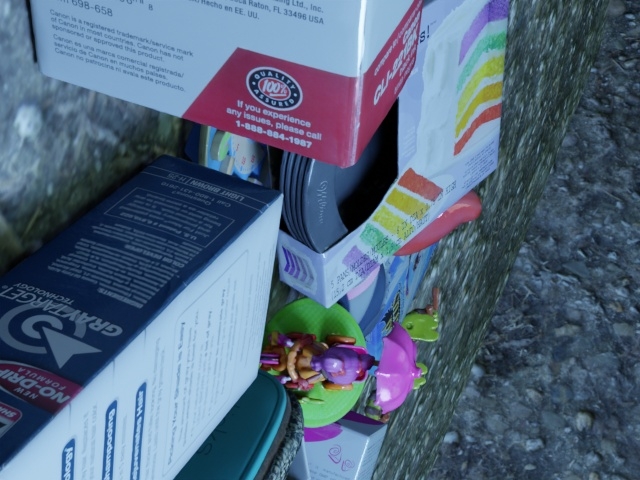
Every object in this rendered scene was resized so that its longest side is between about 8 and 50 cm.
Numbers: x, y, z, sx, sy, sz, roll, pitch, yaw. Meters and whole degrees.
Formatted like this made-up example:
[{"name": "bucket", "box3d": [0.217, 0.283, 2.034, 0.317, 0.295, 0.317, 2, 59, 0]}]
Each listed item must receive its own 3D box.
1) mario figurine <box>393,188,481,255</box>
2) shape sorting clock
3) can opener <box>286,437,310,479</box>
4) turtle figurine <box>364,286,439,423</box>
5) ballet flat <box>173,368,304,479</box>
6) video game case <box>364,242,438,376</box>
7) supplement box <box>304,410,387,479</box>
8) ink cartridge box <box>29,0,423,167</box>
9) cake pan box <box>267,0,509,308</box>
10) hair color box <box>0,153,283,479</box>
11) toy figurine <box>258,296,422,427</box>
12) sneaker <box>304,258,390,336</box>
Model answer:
[{"name": "mario figurine", "box3d": [0.096, -0.143, 1.367, 0.198, 0.170, 0.321, 8, 91, -38]}, {"name": "shape sorting clock", "box3d": [-0.050, -0.108, 0.977, 0.206, 0.040, 0.206, 19, 90, -75]}, {"name": "can opener", "box3d": [-0.041, 0.275, 1.185, 0.095, 0.076, 0.284, 90, -10, -76]}, {"name": "turtle figurine", "box3d": [0.119, 0.164, 1.782, 0.270, 0.087, 0.217, -60, 179, -15]}, {"name": "ballet flat", "box3d": [-0.135, 0.290, 0.929, 0.483, 0.164, 0.182, -53, 152, -55]}, {"name": "video game case", "box3d": [0.096, 0.014, 1.586, 0.269, 0.061, 0.244, 85, 30, -57]}, {"name": "supplement box", "box3d": [-0.009, 0.320, 1.492, 0.114, 0.111, 0.220, -4, 112, -74]}, {"name": "ink cartridge box", "box3d": [-0.045, -0.196, 0.597, 0.273, 0.197, 0.114, 94, 20, -44]}, {"name": "cake pan box", "box3d": [0.058, -0.103, 1.025, 0.267, 0.070, 0.246, -37, 140, -32]}, {"name": "hair color box", "box3d": [-0.149, 0.095, 0.758, 0.347, 0.105, 0.174, -49, 153, -55]}, {"name": "toy figurine", "box3d": [0.015, 0.112, 1.113, 0.173, 0.159, 0.130, 9, 81, -31]}, {"name": "sneaker", "box3d": [0.000, 0.000, 1.204, 0.131, 0.112, 0.319, -36, 143, -36]}]
